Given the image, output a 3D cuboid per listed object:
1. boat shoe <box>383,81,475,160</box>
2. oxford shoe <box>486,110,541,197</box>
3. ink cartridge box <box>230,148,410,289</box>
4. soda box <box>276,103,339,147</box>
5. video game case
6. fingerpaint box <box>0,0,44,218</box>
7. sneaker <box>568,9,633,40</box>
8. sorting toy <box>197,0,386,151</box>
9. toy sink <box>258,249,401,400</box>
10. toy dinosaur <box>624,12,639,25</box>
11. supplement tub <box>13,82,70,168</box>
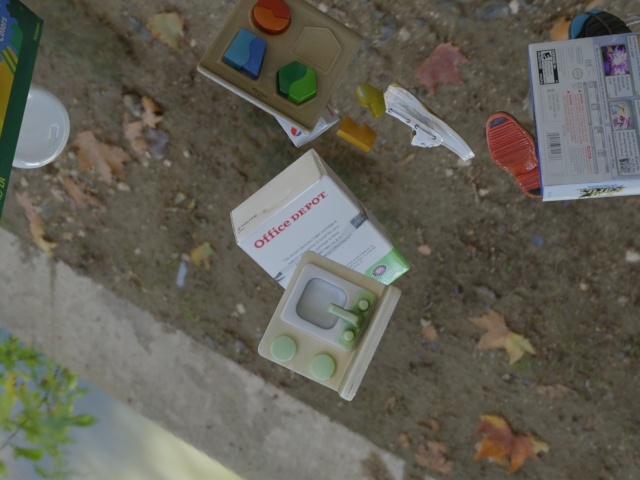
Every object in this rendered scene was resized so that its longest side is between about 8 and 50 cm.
[{"bbox_3d":[0.260,-0.276,1.956,0.277,0.098,0.096,38,98,-6],"label":"boat shoe"},{"bbox_3d":[0.448,-0.211,1.779,0.096,0.098,0.271,-18,136,28],"label":"oxford shoe"},{"bbox_3d":[0.000,0.000,1.420,0.198,0.115,0.273,-37,124,10],"label":"ink cartridge box"},{"bbox_3d":[-0.021,-0.227,1.443,0.069,0.216,0.074,-36,95,12],"label":"soda box"},{"bbox_3d":[0.463,-0.199,1.234,0.244,0.270,0.061,-4,156,13],"label":"video game case"},{"bbox_3d":[-0.473,-0.127,0.713,0.163,0.445,0.371,-14,148,25],"label":"fingerpaint box"},{"bbox_3d":[0.597,-0.308,1.582,0.125,0.140,0.341,-23,71,5],"label":"sneaker"},{"bbox_3d":[-0.018,-0.288,1.285,0.307,0.229,0.041,30,157,-6],"label":"sorting toy"},{"bbox_3d":[0.006,0.107,1.047,0.131,0.234,0.153,25,86,-1],"label":"toy sink"},{"bbox_3d":[0.345,-0.221,0.757,0.090,0.047,0.082,-21,77,33],"label":"toy dinosaur"},{"bbox_3d":[-0.541,-0.210,1.379,0.199,0.144,0.145,20,131,51],"label":"supplement tub"}]
